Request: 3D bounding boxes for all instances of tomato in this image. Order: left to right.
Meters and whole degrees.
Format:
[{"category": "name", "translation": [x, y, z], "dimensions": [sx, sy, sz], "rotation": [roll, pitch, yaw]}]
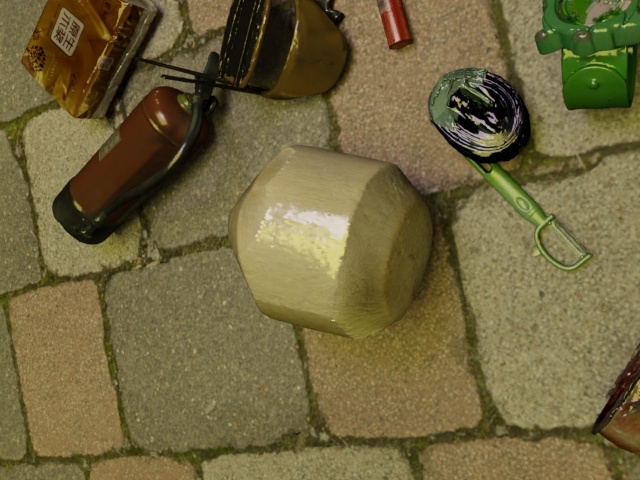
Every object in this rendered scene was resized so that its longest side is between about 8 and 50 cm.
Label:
[{"category": "tomato", "translation": [0.407, 0.150, 0.713], "dimensions": [0.155, 0.181, 0.214], "rotation": [30, 110, 17]}]

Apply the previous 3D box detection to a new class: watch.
[{"category": "watch", "translation": [0.319, -0.232, 0.757], "dimensions": [0.131, 0.152, 0.165], "rotation": [0, 65, 29]}]

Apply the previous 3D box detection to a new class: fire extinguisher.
[{"category": "fire extinguisher", "translation": [-0.272, -0.119, 1.086], "dimensions": [0.376, 0.113, 0.200], "rotation": [-40, 56, 24]}]

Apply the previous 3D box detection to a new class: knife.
[{"category": "knife", "translation": [0.251, -0.042, 0.873], "dimensions": [0.054, 0.015, 0.212], "rotation": [-47, 72, 24]}]

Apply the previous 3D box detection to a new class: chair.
[{"category": "chair", "translation": [-0.108, -0.289, 0.962], "dimensions": [0.172, 0.247, 0.158], "rotation": [42, 121, 50]}]

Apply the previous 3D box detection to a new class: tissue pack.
[{"category": "tissue pack", "translation": [-0.395, -0.346, 1.164], "dimensions": [0.183, 0.092, 0.226], "rotation": [42, 114, 19]}]

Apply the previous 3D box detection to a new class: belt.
[{"category": "belt", "translation": [0.200, -0.158, 0.862], "dimensions": [0.140, 0.058, 0.105], "rotation": [40, 99, 24]}]

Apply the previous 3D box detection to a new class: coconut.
[{"category": "coconut", "translation": [0.000, 0.000, 0.889], "dimensions": [0.266, 0.237, 0.237], "rotation": [18, 102, 26]}]

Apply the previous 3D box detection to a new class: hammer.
[{"category": "hammer", "translation": [0.046, -0.409, 0.958], "dimensions": [0.078, 0.021, 0.201], "rotation": [41, 110, 20]}]

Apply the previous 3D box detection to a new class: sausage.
[{"category": "sausage", "translation": [0.093, -0.327, 0.931], "dimensions": [0.034, 0.034, 0.129], "rotation": [-17, 85, 28]}]
